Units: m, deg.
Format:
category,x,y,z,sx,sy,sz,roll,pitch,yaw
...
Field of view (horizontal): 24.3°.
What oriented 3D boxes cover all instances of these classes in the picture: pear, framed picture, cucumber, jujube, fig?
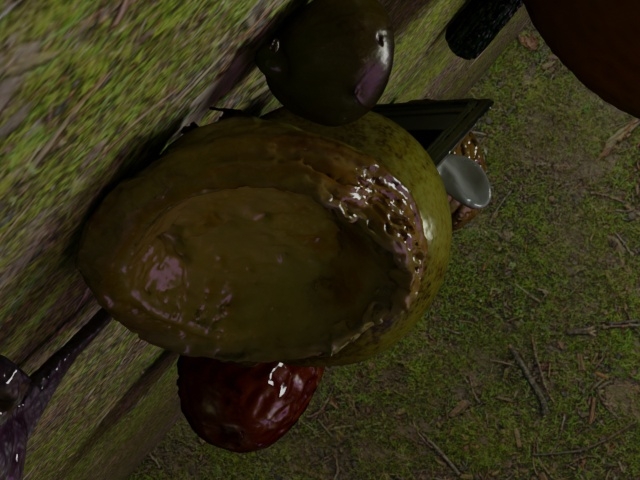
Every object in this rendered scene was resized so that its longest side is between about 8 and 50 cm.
category,x,y,z,sx,sy,sz,roll,pitch,yaw
pear,0.000,0.000,1.062,0.197,0.197,0.197,-48,177,-3
framed picture,0.005,-0.046,1.319,0.231,0.018,0.293,-48,-160,-15
cucumber,0.217,-0.293,1.763,0.187,0.058,0.058,-51,176,34
jujube,-0.084,0.148,1.988,0.197,0.197,0.290,-51,-169,46
fig,-0.004,-0.111,0.916,0.098,0.082,0.084,-8,177,-27

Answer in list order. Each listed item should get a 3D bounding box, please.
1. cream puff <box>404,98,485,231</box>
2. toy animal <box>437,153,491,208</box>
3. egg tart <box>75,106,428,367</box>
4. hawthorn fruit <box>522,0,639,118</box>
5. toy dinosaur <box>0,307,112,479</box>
category,x,y,z,sx,sy,sz,roll,pitch,yaw
cream puff,0.103,-0.075,1.932,0.169,0.183,0.183,-28,166,-32
toy animal,0.089,-0.060,1.766,0.127,0.178,0.193,-47,176,33
egg tart,-0.039,-0.004,0.908,0.212,0.213,0.090,-50,-152,40
hawthorn fruit,0.413,-0.275,1.252,0.472,0.472,0.472,-48,177,-3
toy dinosaur,-0.209,0.128,1.018,0.199,0.072,0.251,-59,165,11
